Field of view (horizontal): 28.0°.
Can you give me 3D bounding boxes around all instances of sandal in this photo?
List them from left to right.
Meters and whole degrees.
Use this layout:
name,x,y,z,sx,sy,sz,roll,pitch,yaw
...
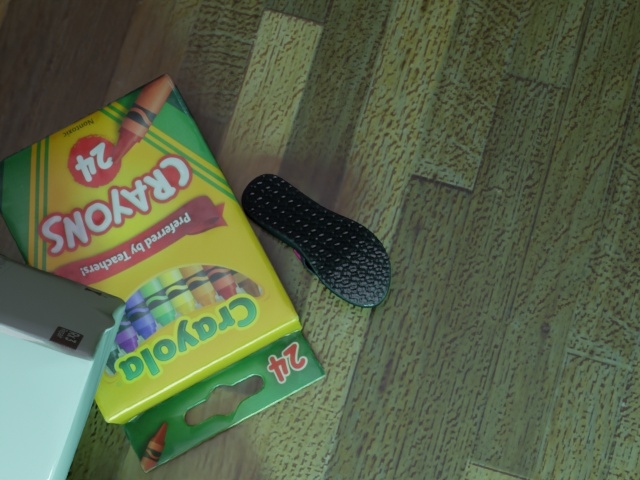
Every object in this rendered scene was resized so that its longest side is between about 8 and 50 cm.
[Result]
name,x,y,z,sx,sy,sz,roll,pitch,yaw
sandal,0.000,0.000,1.228,0.179,0.040,0.067,39,77,23

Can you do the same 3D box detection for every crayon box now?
name,x,y,z,sx,sy,sz,roll,pitch,yaw
crayon box,-0.153,0.030,1.201,0.202,0.081,0.319,-29,80,-4

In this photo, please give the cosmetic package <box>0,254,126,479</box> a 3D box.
name,x,y,z,sx,sy,sz,roll,pitch,yaw
cosmetic package,-0.297,0.217,1.047,0.156,0.217,0.385,18,96,-5

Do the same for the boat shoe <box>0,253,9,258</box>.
name,x,y,z,sx,sy,sz,roll,pitch,yaw
boat shoe,-0.370,0.042,1.210,0.223,0.073,0.080,9,71,5
